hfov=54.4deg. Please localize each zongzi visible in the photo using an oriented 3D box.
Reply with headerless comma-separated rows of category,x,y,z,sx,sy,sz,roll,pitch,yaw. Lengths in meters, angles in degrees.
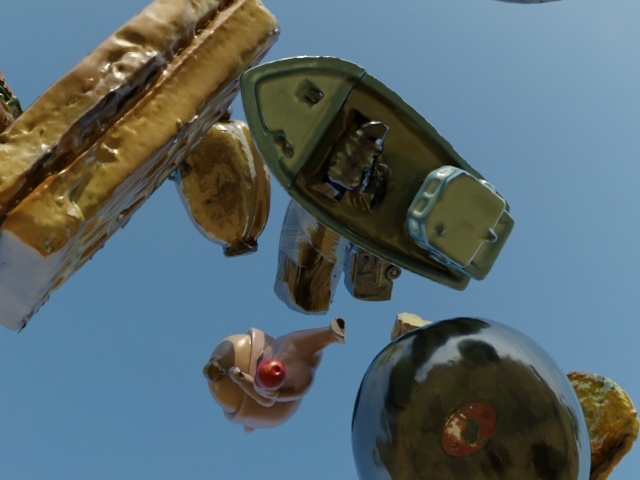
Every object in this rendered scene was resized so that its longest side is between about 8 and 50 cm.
zongzi,0.000,0.000,1.041,0.134,0.288,0.286,12,-85,-5

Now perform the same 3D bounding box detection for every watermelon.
watermelon,0.128,0.176,0.553,0.212,0.212,0.212,-1,-84,-10

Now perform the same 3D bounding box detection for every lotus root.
lotus root,-0.157,-0.100,0.977,0.154,0.140,0.256,-9,-93,-40

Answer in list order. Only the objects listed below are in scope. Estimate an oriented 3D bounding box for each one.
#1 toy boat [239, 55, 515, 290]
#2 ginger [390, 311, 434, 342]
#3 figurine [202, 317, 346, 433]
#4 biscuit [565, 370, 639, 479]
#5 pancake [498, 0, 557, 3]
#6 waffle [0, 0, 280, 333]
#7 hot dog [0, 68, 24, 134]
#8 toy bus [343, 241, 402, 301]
toy boat,0.059,-0.065,0.601,0.332,0.133,0.145,32,-90,-25
ginger,0.217,0.229,0.988,0.190,0.126,0.354,-43,-60,-12
figurine,-0.085,0.195,0.972,0.186,0.287,0.176,24,-119,-17
biscuit,0.266,0.262,0.726,0.029,0.118,0.247,35,-85,-32
pancake,0.211,-0.294,0.497,0.294,0.294,0.049,-1,-110,-10
waffle,-0.180,-0.085,0.552,0.098,0.224,0.327,40,-127,-9
hot dog,-0.354,-0.166,0.559,0.072,0.115,0.269,0,-41,26
toy bus,0.065,-0.005,0.753,0.065,0.047,0.166,-3,-64,-17
